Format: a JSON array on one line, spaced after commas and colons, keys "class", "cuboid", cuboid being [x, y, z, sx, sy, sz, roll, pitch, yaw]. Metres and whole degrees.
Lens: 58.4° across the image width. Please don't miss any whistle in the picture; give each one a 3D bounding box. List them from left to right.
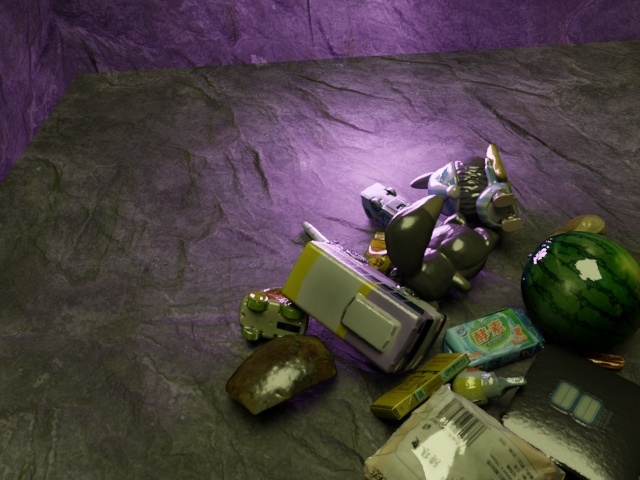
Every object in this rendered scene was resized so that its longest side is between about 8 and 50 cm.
[{"class": "whistle", "cuboid": [0.450, 0.393, 1.573, 0.223, 0.123, 0.123, -20, 37, 29]}]

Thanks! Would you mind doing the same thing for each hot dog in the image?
[{"class": "hot dog", "cuboid": [0.822, 0.348, 1.669, 0.122, 0.037, 0.049, 9, 57, 23]}]

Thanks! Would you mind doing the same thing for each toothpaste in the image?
[{"class": "toothpaste", "cuboid": [0.000, 0.000, 2.131, 0.052, 0.033, 0.218, -31, 52, -18]}]

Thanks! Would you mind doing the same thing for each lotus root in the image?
[{"class": "lotus root", "cuboid": [-0.113, 0.375, 1.645, 0.314, 0.142, 0.210, -35, 72, -18]}]

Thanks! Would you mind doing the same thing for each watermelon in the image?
[{"class": "watermelon", "cuboid": [0.765, 0.143, 1.676, 0.362, 0.363, 0.363, -3, 44, 3]}]

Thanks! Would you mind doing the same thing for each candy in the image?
[{"class": "candy", "cuboid": [0.193, 0.077, 1.969, 0.187, 0.081, 0.297, 9, 45, 44]}]

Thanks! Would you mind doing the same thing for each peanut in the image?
[{"class": "peanut", "cuboid": [0.885, -0.008, 1.974, 0.274, 0.111, 0.125, -31, 53, -23]}]

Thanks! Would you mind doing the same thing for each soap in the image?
[{"class": "soap", "cuboid": [0.512, 0.303, 1.719, 0.293, 0.077, 0.156, -17, 45, -11]}]

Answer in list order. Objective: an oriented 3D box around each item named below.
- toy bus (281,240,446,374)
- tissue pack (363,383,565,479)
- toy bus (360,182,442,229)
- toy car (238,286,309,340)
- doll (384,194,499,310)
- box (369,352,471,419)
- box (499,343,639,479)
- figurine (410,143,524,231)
[{"class": "toy bus", "cuboid": [0.125, 0.192, 1.696, 0.439, 0.209, 0.249, 35, 12, 24]}, {"class": "tissue pack", "cuboid": [0.339, 0.568, 1.384, 0.390, 0.195, 0.375, -33, 54, -25]}, {"class": "toy bus", "cuboid": [0.292, -0.083, 2.103, 0.109, 0.136, 0.329, -34, 51, -23]}, {"class": "toy car", "cuboid": [-0.143, 0.221, 1.846, 0.235, 0.145, 0.235, 11, 23, -5]}, {"class": "doll", "cuboid": [0.397, 0.018, 1.818, 0.252, 0.379, 0.382, 29, 64, 33]}, {"class": "box", "cuboid": [0.279, 0.403, 1.602, 0.278, 0.153, 0.041, -30, 89, -23]}, {"class": "box", "cuboid": [0.691, 0.469, 1.519, 0.350, 0.091, 0.359, 26, 52, 28]}, {"class": "figurine", "cuboid": [0.511, -0.133, 2.078, 0.377, 0.266, 0.361, -21, 25, 20]}]
